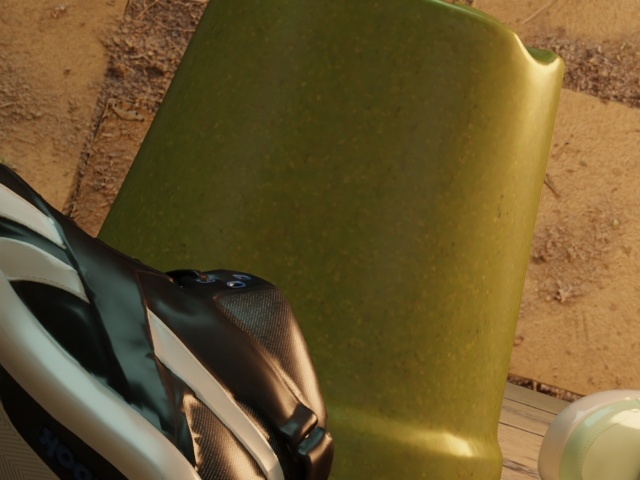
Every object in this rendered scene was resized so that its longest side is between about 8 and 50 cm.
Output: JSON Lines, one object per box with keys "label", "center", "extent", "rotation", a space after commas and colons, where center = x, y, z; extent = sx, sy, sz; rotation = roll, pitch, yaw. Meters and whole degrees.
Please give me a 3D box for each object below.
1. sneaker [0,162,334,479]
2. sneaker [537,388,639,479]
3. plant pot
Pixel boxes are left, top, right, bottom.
{"label": "sneaker", "center": [-0.086, 0.019, 0.606], "extent": [0.217, 0.079, 0.121], "rotation": [48, 34, 12]}
{"label": "sneaker", "center": [0.284, 0.176, 1.258], "extent": [0.256, 0.094, 0.151], "rotation": [17, 4, -29]}
{"label": "plant pot", "center": [0.000, 0.000, 0.912], "extent": [0.276, 0.253, 0.276], "rotation": [17, 0, 0]}
